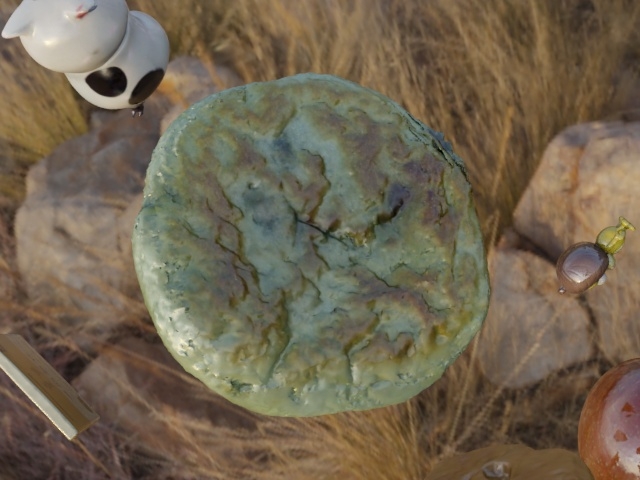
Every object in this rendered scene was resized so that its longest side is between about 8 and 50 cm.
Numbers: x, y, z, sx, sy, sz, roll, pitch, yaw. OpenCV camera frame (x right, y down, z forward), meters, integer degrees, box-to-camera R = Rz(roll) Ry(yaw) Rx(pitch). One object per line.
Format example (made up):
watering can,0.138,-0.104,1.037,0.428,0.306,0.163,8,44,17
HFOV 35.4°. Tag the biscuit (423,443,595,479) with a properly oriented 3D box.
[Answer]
biscuit,0.037,0.221,0.585,0.312,0.057,0.351,-25,4,-1

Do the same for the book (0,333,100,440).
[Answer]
book,-0.253,0.130,0.915,0.012,0.118,0.172,-44,1,-9

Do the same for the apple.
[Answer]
apple,0.348,0.213,0.986,0.201,0.201,0.162,35,99,43

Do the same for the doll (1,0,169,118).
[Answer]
doll,-0.224,-0.199,0.988,0.110,0.181,0.107,-20,67,12

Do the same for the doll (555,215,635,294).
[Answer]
doll,0.540,0.037,1.967,0.188,0.096,0.145,-42,7,33

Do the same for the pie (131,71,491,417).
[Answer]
pie,0.000,0.000,0.624,0.240,0.054,0.240,8,67,-19
